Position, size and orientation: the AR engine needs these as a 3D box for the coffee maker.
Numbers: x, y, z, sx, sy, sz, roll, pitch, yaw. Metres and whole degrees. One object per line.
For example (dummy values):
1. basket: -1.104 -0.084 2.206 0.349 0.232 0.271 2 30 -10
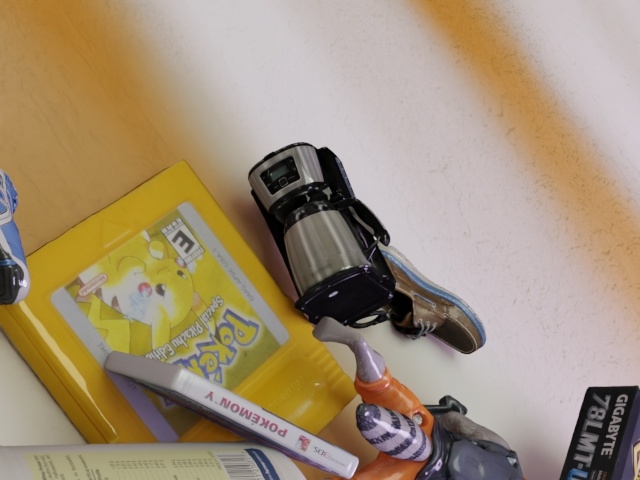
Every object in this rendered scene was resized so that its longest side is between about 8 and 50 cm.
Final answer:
1. coffee maker: 0.000 0.000 1.284 0.120 0.171 0.178 -19 64 -8

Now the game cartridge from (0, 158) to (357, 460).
1. game cartridge: -0.139 0.107 1.166 0.324 0.052 0.285 52 47 -1

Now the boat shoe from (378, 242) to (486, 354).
1. boat shoe: 0.115 0.084 1.372 0.183 0.066 0.066 38 53 -2

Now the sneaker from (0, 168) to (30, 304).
1. sneaker: -0.311 -0.028 1.062 0.081 0.080 0.211 -1 47 -47

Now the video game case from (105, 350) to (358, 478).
1. video game case: -0.085 0.153 1.025 0.183 0.201 0.023 31 75 -22

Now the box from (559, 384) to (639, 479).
1. box: 0.346 0.369 1.306 0.293 0.073 0.295 59 42 -30

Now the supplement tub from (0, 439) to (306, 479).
1. supplement tub: -0.180 0.278 0.899 0.324 0.235 0.235 4 64 -28

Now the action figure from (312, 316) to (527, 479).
1. action figure: 0.102 0.276 1.167 0.330 0.178 0.341 29 55 -29
